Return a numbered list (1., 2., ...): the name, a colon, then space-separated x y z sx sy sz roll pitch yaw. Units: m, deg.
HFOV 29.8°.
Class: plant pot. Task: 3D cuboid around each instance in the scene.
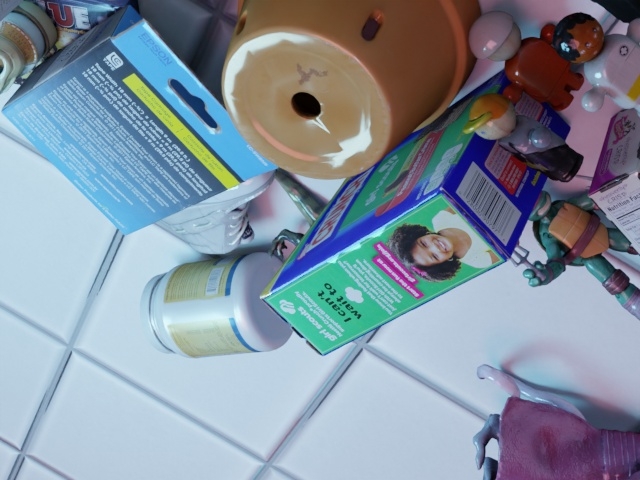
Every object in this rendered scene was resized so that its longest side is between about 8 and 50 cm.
1. plant pot: 0.016 -0.205 1.367 0.291 0.203 0.290 14 135 15

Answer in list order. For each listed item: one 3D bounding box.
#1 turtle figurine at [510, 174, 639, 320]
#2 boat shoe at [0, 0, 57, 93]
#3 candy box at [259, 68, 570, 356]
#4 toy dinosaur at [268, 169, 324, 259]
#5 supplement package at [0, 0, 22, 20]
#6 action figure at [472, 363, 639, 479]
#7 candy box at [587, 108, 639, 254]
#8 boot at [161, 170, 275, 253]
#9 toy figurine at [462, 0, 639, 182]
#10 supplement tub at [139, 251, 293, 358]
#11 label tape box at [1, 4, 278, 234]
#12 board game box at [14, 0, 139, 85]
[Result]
1. turtle figurine: 0.321 -0.008 1.460 0.234 0.118 0.175 31 95 -4
2. boat shoe: -0.483 -0.225 1.605 0.302 0.103 0.113 -22 117 39
3. candy box: 0.113 -0.032 1.427 0.122 0.268 0.317 45 133 -11
4. toy dinosaur: 0.000 0.000 1.665 0.268 0.064 0.118 41 129 -6
5. supplement package: -0.468 -0.343 1.418 0.178 0.293 0.175 16 134 14
6. action figure: 0.409 0.306 1.693 0.370 0.248 0.275 -2 86 13
7. candy box: 0.411 -0.030 1.359 0.233 0.159 0.071 46 132 -16
8. boot: -0.123 -0.050 1.656 0.258 0.095 0.123 -9 132 49
9. toy figurine: 0.252 -0.191 1.256 0.148 0.209 0.213 33 135 -19
10. supplement tub: -0.149 0.098 1.761 0.200 0.144 0.144 -8 125 32
11. label tape box: -0.212 -0.159 1.510 0.334 0.106 0.240 -19 122 44
12. board game box: -0.353 -0.273 1.603 0.243 0.042 0.165 14 133 15
